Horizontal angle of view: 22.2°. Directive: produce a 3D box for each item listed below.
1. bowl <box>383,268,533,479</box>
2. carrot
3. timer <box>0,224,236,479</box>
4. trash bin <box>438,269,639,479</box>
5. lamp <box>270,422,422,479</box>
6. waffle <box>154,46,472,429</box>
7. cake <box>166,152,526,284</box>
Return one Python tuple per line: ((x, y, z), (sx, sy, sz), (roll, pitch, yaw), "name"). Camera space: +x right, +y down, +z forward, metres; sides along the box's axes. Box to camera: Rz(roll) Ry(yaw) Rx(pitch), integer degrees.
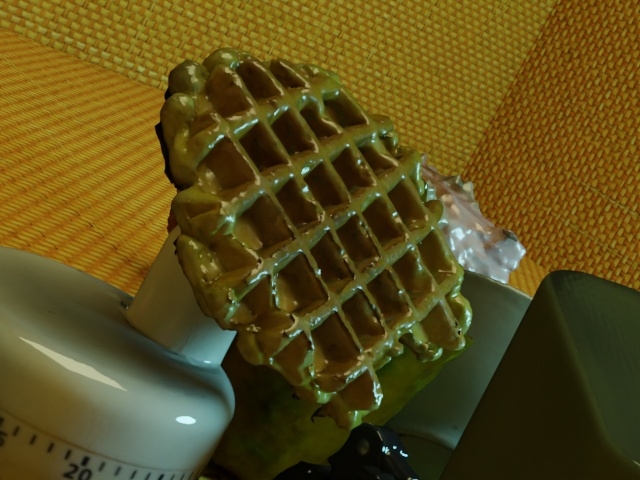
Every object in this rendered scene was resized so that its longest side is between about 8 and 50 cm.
((0.128, 0.166, 1.577), (0.289, 0.146, 0.289), (21, -33, 14), "bowl")
((-0.016, 0.064, 1.416), (0.241, 0.341, 0.241), (44, 10, -10), "carrot")
((-0.160, 0.074, 1.097), (0.233, 0.240, 0.233), (28, 10, -5), "timer")
((0.104, 0.212, 0.701), (0.158, 0.343, 0.223), (21, 18, -8), "trash bin")
((0.030, 0.222, 1.079), (0.147, 0.172, 0.227), (15, 18, -48), "lamp")
((0.003, -0.006, 1.135), (0.301, 0.058, 0.281), (4, 63, -52), "waffle")
((0.000, 0.000, 1.813), (0.307, 0.293, 0.314), (30, 12, -21), "cake")
